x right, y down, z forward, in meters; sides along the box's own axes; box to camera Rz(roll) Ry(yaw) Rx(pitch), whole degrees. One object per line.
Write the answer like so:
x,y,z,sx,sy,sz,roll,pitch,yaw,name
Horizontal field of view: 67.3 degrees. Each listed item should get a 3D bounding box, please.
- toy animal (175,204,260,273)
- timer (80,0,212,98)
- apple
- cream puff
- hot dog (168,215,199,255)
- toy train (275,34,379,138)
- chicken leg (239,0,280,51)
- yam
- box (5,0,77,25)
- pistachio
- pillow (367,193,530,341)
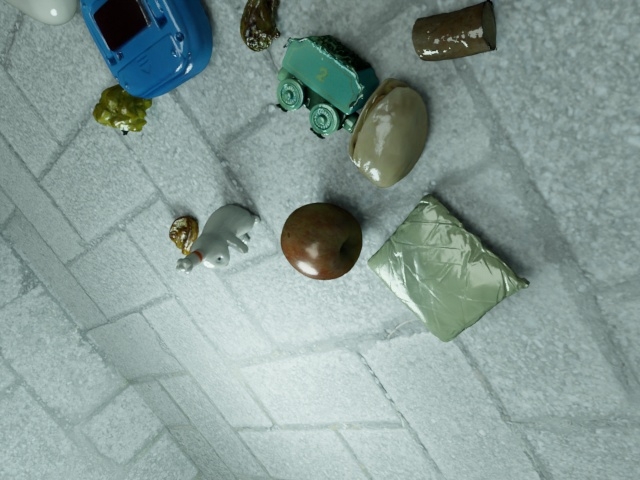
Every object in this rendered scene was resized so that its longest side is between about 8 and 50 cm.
-0.283,0.022,1.326,0.138,0.282,0.140,36,139,-12,toy animal
-0.424,-0.515,1.147,0.340,0.115,0.308,-10,111,40,timer
0.000,0.000,1.157,0.174,0.188,0.188,23,132,35,apple
-0.544,-0.372,1.321,0.156,0.121,0.156,-13,68,36,cream puff
-0.435,-0.013,1.547,0.099,0.065,0.147,47,138,13,hot dog
0.010,-0.318,0.978,0.203,0.112,0.163,37,127,6,toy train
-0.116,-0.477,0.990,0.093,0.070,0.178,24,122,12,chicken leg
0.229,-0.350,0.816,0.127,0.084,0.084,3,122,39,yam
-0.739,-0.741,1.192,0.289,0.141,0.348,33,134,14,box
0.134,-0.206,0.958,0.153,0.126,0.223,-6,129,-10,pistachio
0.272,0.070,1.089,0.281,0.076,0.274,44,133,9,pillow
